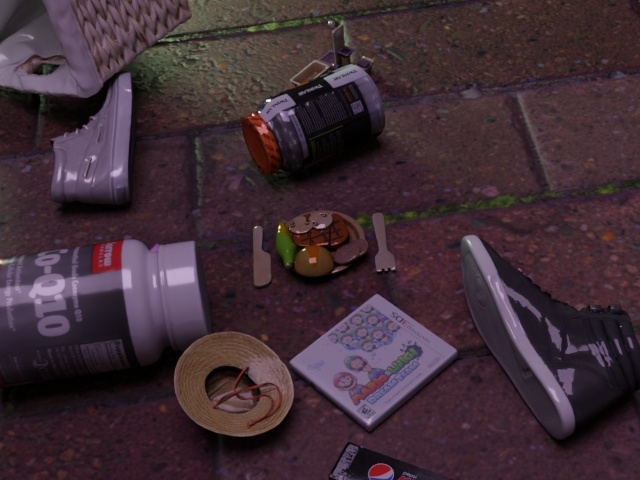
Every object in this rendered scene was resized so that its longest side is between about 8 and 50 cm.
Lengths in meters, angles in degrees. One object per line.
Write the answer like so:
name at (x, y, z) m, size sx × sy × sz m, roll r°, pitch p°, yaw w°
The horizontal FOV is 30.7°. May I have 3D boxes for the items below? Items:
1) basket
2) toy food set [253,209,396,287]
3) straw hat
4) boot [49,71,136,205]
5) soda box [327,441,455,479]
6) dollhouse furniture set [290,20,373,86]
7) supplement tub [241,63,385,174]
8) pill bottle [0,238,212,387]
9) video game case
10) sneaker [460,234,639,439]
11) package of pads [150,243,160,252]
basket at (-0.431, -0.433, 1.816) m, size 0.328 × 0.331 × 0.266 m, roll 12°, pitch 44°, yaw 40°
toy food set at (0.000, 0.000, 1.585) m, size 0.192 × 0.038 × 0.132 m, roll -7°, pitch 45°, yaw 0°
straw hat at (-0.107, 0.186, 1.401) m, size 0.144 × 0.061 × 0.144 m, roll 5°, pitch 57°, yaw -8°
boot at (-0.341, -0.158, 1.738) m, size 0.123 × 0.095 × 0.258 m, roll -1°, pitch 46°, yaw -4°
soda box at (0.095, 0.283, 1.283) m, size 0.169 × 0.060 × 0.053 m, roll 17°, pitch 51°, yaw 21°
dollhouse furniture set at (0.013, -0.286, 1.834) m, size 0.091 × 0.081 × 0.114 m, roll 28°, pitch 55°, yaw 29°
supplement tub at (-0.012, -0.173, 1.702) m, size 0.190 × 0.117 × 0.117 m, roll -24°, pitch 48°, yaw -18°
pill bottle at (-0.285, 0.085, 1.449) m, size 0.283 × 0.161 × 0.161 m, roll -9°, pitch 45°, yaw -2°
video game case at (0.065, 0.148, 1.447) m, size 0.157 × 0.019 × 0.143 m, roll -36°, pitch 52°, yaw -26°
sneaker at (0.283, 0.096, 1.421) m, size 0.147 × 0.104 × 0.295 m, roll -18°, pitch 52°, yaw -13°
package of pads at (-0.223, 0.045, 1.573) m, size 0.050 × 0.032 × 0.083 m, roll 20°, pitch 51°, yaw 26°
